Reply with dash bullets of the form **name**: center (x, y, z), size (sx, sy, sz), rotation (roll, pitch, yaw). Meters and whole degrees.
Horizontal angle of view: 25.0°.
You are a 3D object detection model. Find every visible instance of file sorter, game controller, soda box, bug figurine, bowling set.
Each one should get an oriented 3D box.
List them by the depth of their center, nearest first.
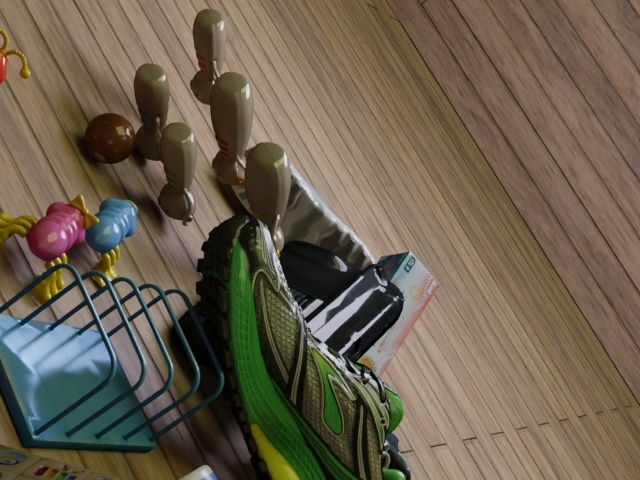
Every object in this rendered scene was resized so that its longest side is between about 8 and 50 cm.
- **file sorter**: center (-0.175, 0.097, 1.191), size (0.170, 0.104, 0.118), rotation (19, 40, -61)
- **bug figurine**: center (-0.265, -0.067, 1.305), size (0.279, 0.072, 0.216), rotation (51, 19, -13)
- **game controller**: center (-0.027, 0.079, 1.522), size (0.166, 0.067, 0.319), rotation (16, 21, 18)
- **bowling set**: center (-0.160, -0.106, 1.581), size (0.154, 0.199, 0.287), rotation (95, -21, -50)
- **soda box**: center (0.061, 0.100, 1.682), size (0.063, 0.058, 0.183), rotation (48, 59, -21)

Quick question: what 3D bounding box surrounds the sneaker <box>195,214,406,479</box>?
- **sneaker**: center (-0.015, 0.129, 1.316), size (0.134, 0.146, 0.344), rotation (-139, -153, -69)

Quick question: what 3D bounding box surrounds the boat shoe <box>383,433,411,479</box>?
- **boat shoe**: center (0.024, 0.223, 1.485), size (0.079, 0.095, 0.254), rotation (51, 6, 25)

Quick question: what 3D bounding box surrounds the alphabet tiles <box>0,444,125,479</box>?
- **alphabet tiles**: center (-0.155, 0.199, 0.963), size (0.237, 0.009, 0.198), rotation (14, 13, 12)

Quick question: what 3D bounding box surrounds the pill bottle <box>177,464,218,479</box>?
- **pill bottle**: center (-0.087, 0.258, 1.164), size (0.137, 0.078, 0.078), rotation (57, 19, 6)

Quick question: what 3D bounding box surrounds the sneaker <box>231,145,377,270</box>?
- **sneaker**: center (0.000, 0.000, 1.791), size (0.281, 0.105, 0.115), rotation (59, 10, 0)
